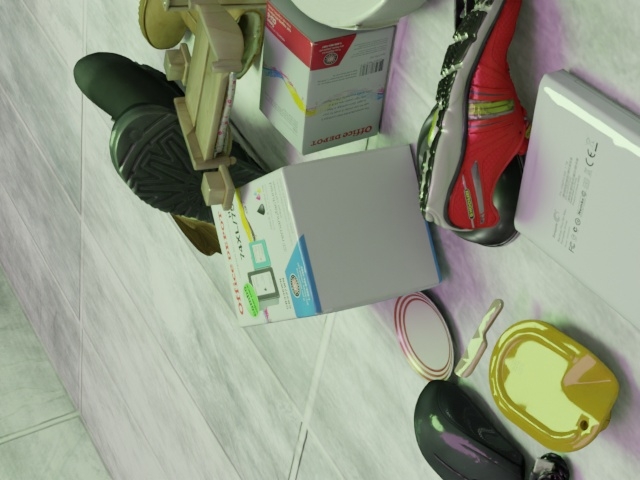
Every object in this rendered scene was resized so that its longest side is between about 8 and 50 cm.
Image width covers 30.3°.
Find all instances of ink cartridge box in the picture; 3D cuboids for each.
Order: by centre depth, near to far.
[{"bbox_3d":[0.004,-0.228,1.581,0.127,0.128,0.176,48,143,39],"label":"ink cartridge box"},{"bbox_3d":[0.000,0.000,1.636,0.270,0.197,0.198,-18,85,64],"label":"ink cartridge box"}]

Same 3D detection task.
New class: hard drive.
[{"bbox_3d":[0.322,-0.018,1.208,0.307,0.040,0.203,45,142,42],"label":"hard drive"}]

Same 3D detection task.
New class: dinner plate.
[{"bbox_3d":[0.147,0.133,1.650,0.141,0.017,0.141,41,140,47],"label":"dinner plate"}]

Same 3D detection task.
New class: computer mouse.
[{"bbox_3d":[0.204,0.291,1.560,0.272,0.072,0.189,42,142,39],"label":"computer mouse"}]

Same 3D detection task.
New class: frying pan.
[{"bbox_3d":[0.184,-0.129,1.401,0.197,0.053,0.326,47,146,36],"label":"frying pan"}]

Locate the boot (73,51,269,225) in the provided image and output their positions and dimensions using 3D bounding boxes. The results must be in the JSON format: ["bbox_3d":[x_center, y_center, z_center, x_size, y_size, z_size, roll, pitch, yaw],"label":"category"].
[{"bbox_3d":[-0.287,-0.205,1.946,0.367,0.146,0.445,34,-170,-48],"label":"boot"}]

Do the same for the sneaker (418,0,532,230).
[{"bbox_3d":[0.190,-0.146,1.325,0.107,0.118,0.279,-103,25,-76],"label":"sneaker"}]

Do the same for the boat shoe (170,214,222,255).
[{"bbox_3d":[-0.189,-0.034,2.123,0.105,0.089,0.285,54,163,-23],"label":"boat shoe"}]

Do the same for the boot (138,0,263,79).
[{"bbox_3d":[-0.201,-0.349,1.938,0.269,0.089,0.236,51,146,34],"label":"boot"}]

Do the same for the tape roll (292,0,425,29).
[{"bbox_3d":[0.038,-0.451,1.409,0.392,0.072,0.392,27,123,52],"label":"tape roll"}]

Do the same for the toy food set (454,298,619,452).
[{"bbox_3d":[0.271,0.160,1.393,0.218,0.071,0.128,37,113,46],"label":"toy food set"}]

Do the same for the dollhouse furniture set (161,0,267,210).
[{"bbox_3d":[-0.094,-0.276,1.608,0.303,0.173,0.356,108,149,-50],"label":"dollhouse furniture set"}]
